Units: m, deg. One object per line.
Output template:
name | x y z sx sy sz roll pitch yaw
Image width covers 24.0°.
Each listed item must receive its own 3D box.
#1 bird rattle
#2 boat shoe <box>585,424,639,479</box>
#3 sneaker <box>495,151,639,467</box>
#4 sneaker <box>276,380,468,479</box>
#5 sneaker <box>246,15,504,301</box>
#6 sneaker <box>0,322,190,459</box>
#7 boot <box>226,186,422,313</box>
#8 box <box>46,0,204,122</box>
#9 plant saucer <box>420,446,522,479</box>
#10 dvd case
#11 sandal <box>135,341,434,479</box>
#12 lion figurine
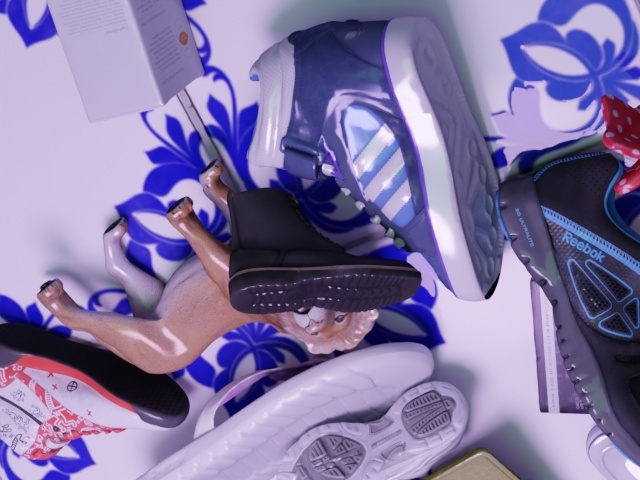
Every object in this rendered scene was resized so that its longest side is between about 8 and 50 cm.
bird rattle | 0.395 -0.087 1.413 0.254 0.207 0.143 7 101 -11
boat shoe | 0.403 0.285 1.637 0.258 0.084 0.095 29 120 2
sneaker | 0.304 0.073 1.535 0.140 0.125 0.340 -25 90 13
sneaker | 0.066 0.247 1.696 0.232 0.090 0.115 -21 148 3
sneaker | 0.045 -0.076 1.589 0.236 0.130 0.322 -7 114 30
sneaker | -0.288 0.207 1.824 0.270 0.090 0.145 19 117 13
boot | 0.000 0.000 1.559 0.198 0.137 0.077 1 145 -14
box | -0.208 -0.228 1.589 0.091 0.130 0.170 -10 108 20
plant saucer | 0.173 0.318 1.726 0.188 0.045 0.188 -35 118 27
dvd case | 0.342 0.114 1.625 0.221 0.018 0.164 -1 112 17
sandal | -0.064 0.199 1.735 0.416 0.169 0.102 -31 59 21
lion figurine | -0.131 0.066 1.706 0.392 0.142 0.240 -25 111 39
